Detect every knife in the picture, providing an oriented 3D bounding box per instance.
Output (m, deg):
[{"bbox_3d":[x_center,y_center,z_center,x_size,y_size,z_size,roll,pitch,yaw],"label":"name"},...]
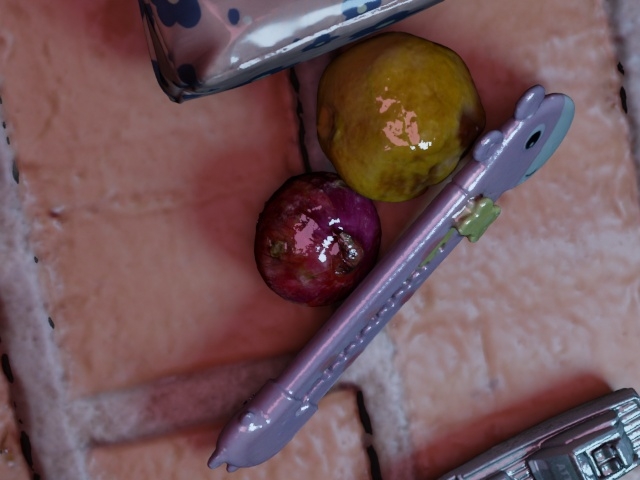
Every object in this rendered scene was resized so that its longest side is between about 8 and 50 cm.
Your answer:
[{"bbox_3d":[0.060,0.036,1.352,0.398,0.132,0.038,-47,66,5],"label":"knife"}]

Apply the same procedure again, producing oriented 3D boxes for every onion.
[{"bbox_3d":[0.000,0.000,1.344,0.107,0.097,0.107,-7,107,-26],"label":"onion"}]

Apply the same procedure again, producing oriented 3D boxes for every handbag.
[{"bbox_3d":[-0.027,-0.229,1.272,0.251,0.190,0.193,-23,96,-12],"label":"handbag"}]

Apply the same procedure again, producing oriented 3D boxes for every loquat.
[{"bbox_3d":[0.062,-0.097,1.330,0.137,0.113,0.137,13,65,-29],"label":"loquat"}]

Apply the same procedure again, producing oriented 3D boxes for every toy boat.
[{"bbox_3d":[0.152,0.203,1.390,0.260,0.085,0.078,-28,100,-4],"label":"toy boat"}]
